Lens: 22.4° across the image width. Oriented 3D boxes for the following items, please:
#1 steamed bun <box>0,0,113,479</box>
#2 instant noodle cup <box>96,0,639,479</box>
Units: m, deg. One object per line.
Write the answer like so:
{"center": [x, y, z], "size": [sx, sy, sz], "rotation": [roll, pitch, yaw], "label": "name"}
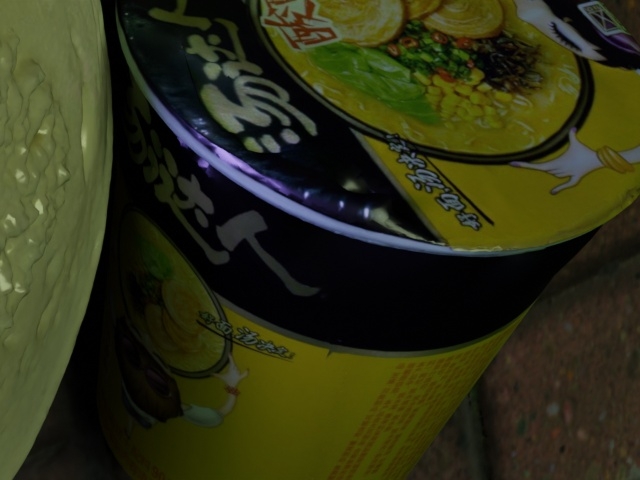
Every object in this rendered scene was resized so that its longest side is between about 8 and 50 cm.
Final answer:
{"center": [-0.176, -0.030, 0.546], "size": [0.155, 0.200, 0.250], "rotation": [-6, 106, -66], "label": "steamed bun"}
{"center": [0.000, 0.000, 0.667], "size": [0.215, 0.215, 0.236], "rotation": [-24, 149, -37], "label": "instant noodle cup"}
